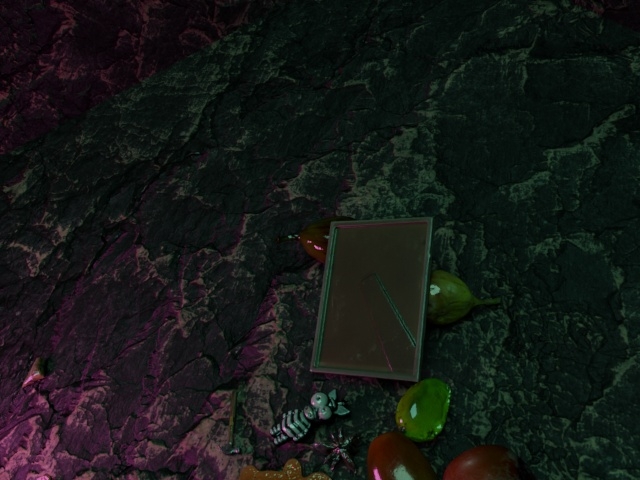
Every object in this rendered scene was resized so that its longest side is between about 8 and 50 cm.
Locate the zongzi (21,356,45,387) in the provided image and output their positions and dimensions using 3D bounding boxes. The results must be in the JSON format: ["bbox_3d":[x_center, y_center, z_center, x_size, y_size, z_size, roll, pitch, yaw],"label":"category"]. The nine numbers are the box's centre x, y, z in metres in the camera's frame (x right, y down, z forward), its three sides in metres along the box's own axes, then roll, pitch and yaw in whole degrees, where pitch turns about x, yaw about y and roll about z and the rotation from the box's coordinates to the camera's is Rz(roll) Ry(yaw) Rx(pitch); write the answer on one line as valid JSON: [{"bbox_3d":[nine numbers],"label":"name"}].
[{"bbox_3d":[-0.902,0.415,1.904,0.083,0.040,0.076,-34,41,11],"label":"zongzi"}]

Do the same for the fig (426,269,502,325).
[{"bbox_3d":[0.376,0.158,1.673,0.257,0.159,0.159,2,50,-5],"label":"fig"}]

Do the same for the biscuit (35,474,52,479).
[{"bbox_3d":[-0.735,0.730,1.593,0.138,0.031,0.205,-37,51,-14],"label":"biscuit"}]

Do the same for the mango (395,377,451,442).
[{"bbox_3d":[0.258,0.419,1.508,0.119,0.100,0.178,43,59,0],"label":"mango"}]

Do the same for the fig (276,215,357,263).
[{"bbox_3d":[0.000,0.002,1.880,0.275,0.145,0.170,3,51,0],"label":"fig"}]

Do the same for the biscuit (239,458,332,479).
[{"bbox_3d":[-0.082,0.622,1.484,0.250,0.036,0.165,-11,50,13],"label":"biscuit"}]

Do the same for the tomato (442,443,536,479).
[{"bbox_3d":[0.372,0.542,1.297,0.184,0.208,0.208,-33,49,9],"label":"tomato"}]

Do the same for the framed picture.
[{"bbox_3d":[0.143,0.152,1.660,0.326,0.028,0.445,-1,71,32],"label":"framed picture"}]

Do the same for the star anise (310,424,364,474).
[{"bbox_3d":[0.038,0.520,1.514,0.129,0.056,0.124,2,53,18],"label":"star anise"}]

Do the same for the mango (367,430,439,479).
[{"bbox_3d":[0.205,0.571,1.381,0.146,0.129,0.289,-33,58,-8],"label":"mango"}]

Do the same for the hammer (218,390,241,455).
[{"bbox_3d":[-0.243,0.495,1.648,0.062,0.017,0.182,-10,48,8],"label":"hammer"}]

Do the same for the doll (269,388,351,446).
[{"bbox_3d":[-0.028,0.460,1.578,0.219,0.067,0.091,-27,45,-8],"label":"doll"}]
